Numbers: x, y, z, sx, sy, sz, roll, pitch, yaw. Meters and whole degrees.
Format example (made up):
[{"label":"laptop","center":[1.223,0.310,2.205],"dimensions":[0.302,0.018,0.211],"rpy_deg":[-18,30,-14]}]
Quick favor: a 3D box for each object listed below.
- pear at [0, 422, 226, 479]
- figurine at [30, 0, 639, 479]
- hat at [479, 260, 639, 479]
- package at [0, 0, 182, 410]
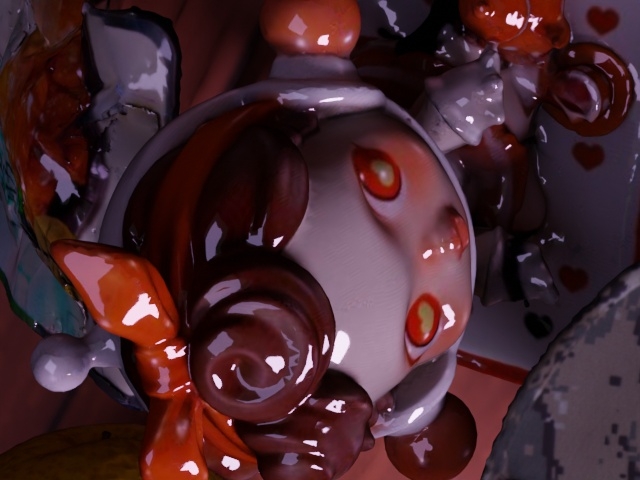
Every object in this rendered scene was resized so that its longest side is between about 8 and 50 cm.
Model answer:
[{"label":"pear","center":[-0.098,0.179,0.664],"dimensions":[0.209,0.209,0.209],"rpy_deg":[12,115,28]},{"label":"figurine","center":[0.000,0.000,0.515],"dimensions":[0.160,0.226,0.183],"rpy_deg":[16,116,28]},{"label":"hat","center":[0.175,0.122,0.504],"dimensions":[0.265,0.128,0.265],"rpy_deg":[-4,73,14]},{"label":"package","center":[-0.119,-0.042,0.637],"dimensions":[0.232,0.040,0.166],"rpy_deg":[37,127,48]}]
